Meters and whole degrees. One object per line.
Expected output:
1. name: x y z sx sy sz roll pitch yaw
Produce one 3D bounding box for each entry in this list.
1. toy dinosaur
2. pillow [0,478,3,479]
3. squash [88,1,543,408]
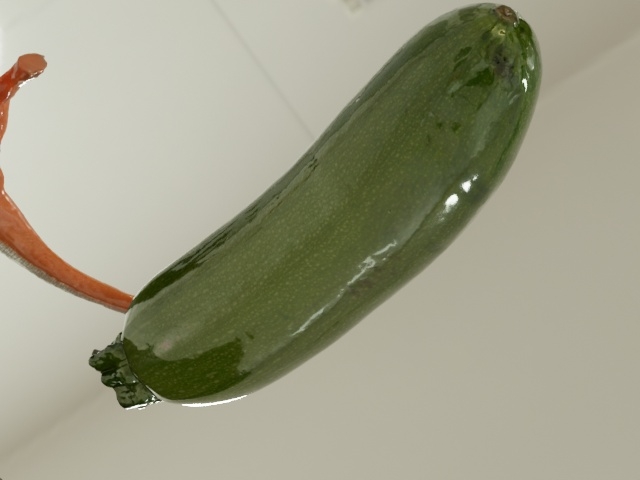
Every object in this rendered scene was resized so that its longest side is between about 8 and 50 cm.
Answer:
1. toy dinosaur: -0.166 -0.047 0.930 0.101 0.280 0.055 -59 -173 30
2. pillow: -0.156 0.174 0.837 0.302 0.185 0.075 46 -54 15
3. squash: 0.000 0.000 0.763 0.258 0.069 0.069 -42 -139 37
